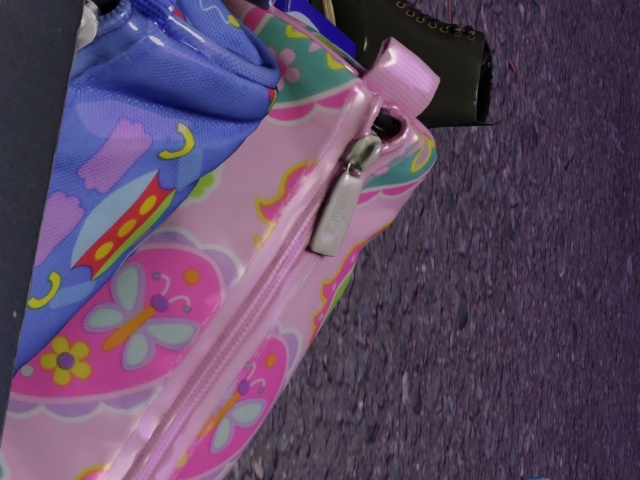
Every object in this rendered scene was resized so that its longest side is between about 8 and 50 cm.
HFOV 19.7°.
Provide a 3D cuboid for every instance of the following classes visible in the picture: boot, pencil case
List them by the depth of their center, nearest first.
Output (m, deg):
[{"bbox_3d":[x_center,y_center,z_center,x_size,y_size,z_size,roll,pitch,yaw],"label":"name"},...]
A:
[{"bbox_3d":[-0.143,0.014,0.607,0.306,0.119,0.133,-50,-179,3],"label":"pencil case"},{"bbox_3d":[-0.067,0.036,0.716,0.284,0.124,0.124,-56,149,-11],"label":"pencil case"},{"bbox_3d":[0.066,-0.170,1.360,0.077,0.137,0.198,2,86,-69],"label":"boot"}]

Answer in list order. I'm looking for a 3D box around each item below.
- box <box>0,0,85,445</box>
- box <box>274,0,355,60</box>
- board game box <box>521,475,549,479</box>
[{"bbox_3d":[-0.214,-0.060,0.380,0.294,0.182,0.296,31,54,-39],"label":"box"},{"bbox_3d":[-0.033,-0.080,1.188,0.126,0.072,0.137,30,61,-67],"label":"box"},{"bbox_3d":[-0.032,0.257,0.746,0.302,0.308,0.086,-90,164,-55],"label":"board game box"}]
